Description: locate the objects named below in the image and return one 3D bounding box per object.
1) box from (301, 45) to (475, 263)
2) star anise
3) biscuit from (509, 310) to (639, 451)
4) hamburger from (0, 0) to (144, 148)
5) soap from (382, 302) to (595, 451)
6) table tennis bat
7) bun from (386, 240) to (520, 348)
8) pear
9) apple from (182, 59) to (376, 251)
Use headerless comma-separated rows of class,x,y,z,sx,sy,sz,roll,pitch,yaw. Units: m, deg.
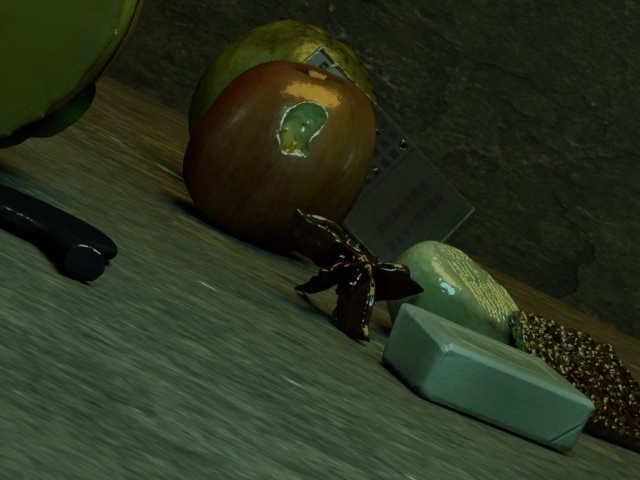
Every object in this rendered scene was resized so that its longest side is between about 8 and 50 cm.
box,0.049,-0.102,2.222,0.325,0.180,0.047,46,-29,-1
star anise,0.008,0.050,1.683,0.158,0.144,0.140,57,32,8
biscuit,0.311,0.162,1.783,0.237,0.026,0.131,22,47,-33
hamburger,-0.353,-0.271,1.524,0.396,0.396,0.277,25,6,-8
soap,0.158,0.134,1.524,0.183,0.064,0.121,23,8,-25
table tennis bat,-0.227,-0.011,1.318,0.150,0.027,0.236,23,4,-28
bun,0.148,0.083,1.793,0.188,0.111,0.164,18,28,-55
pear,-0.050,-0.189,2.413,0.304,0.304,0.304,26,5,-2
apple,-0.053,-0.117,2.033,0.242,0.241,0.242,29,5,-3
